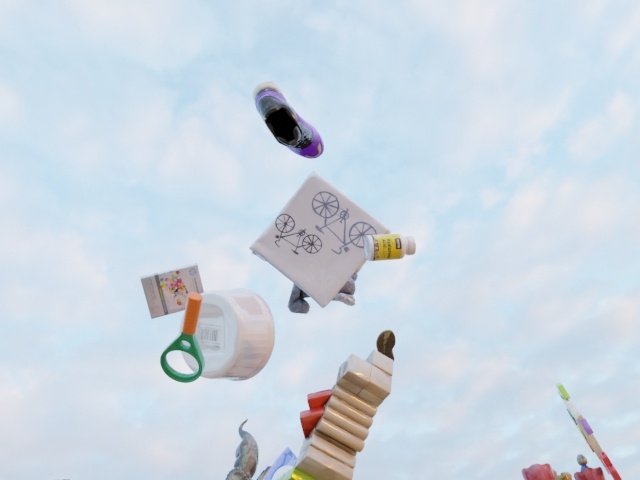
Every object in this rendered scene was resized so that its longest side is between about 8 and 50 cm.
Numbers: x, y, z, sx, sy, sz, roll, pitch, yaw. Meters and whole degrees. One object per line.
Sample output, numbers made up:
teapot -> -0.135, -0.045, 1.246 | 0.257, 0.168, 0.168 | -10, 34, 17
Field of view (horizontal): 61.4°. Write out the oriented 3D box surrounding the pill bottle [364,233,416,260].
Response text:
pill bottle -> 0.169, 0.016, 1.311 | 0.117, 0.065, 0.065 | -4, -47, -10

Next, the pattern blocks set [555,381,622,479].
pattern blocks set -> 0.778, 0.557, 1.595 | 0.026, 0.285, 0.325 | -30, -18, 12

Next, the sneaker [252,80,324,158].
sneaker -> -0.080, -0.299, 1.512 | 0.102, 0.146, 0.293 | -35, -44, 15

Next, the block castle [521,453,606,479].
block castle -> 0.640, 0.822, 1.663 | 0.303, 0.212, 0.453 | 13, -46, -22

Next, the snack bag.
snack bag -> 0.000, 0.000, 1.708 | 0.342, 0.323, 0.037 | -51, -5, -9

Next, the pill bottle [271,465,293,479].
pill bottle -> -0.056, 0.600, 1.279 | 0.078, 0.078, 0.137 | -25, -61, 6

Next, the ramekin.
ramekin -> -0.280, 0.270, 1.562 | 0.277, 0.277, 0.135 | -40, -27, 20

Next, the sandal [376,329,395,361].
sandal -> 0.239, 0.390, 1.989 | 0.072, 0.049, 0.180 | -10, -52, -2

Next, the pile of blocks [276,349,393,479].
pile of blocks -> -0.004, 0.336, 0.895 | 0.113, 0.362, 0.149 | 32, -23, -6

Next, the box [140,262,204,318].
box -> -0.485, 0.166, 1.788 | 0.186, 0.038, 0.145 | -14, -75, -16

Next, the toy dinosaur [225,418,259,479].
toy dinosaur -> -0.237, 0.700, 1.699 | 0.121, 0.313, 0.160 | 26, -50, -3

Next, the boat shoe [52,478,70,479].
boat shoe -> -0.454, 0.562, 1.039 | 0.081, 0.227, 0.068 | -36, -22, -14

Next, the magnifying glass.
magnifying glass -> -0.270, 0.200, 1.091 | 0.092, 0.026, 0.230 | 18, -58, 0

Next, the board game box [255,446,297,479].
board game box -> -0.081, 0.701, 1.370 | 0.078, 0.233, 0.347 | -43, -8, 9

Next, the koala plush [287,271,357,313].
koala plush -> 0.022, 0.146, 1.846 | 0.222, 0.196, 0.203 | 15, -53, -2
